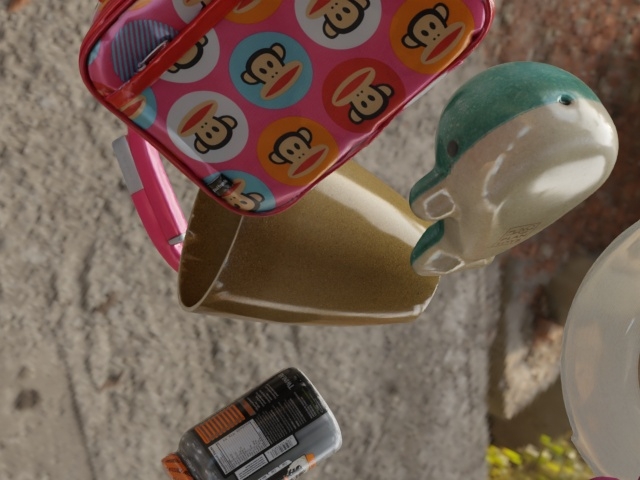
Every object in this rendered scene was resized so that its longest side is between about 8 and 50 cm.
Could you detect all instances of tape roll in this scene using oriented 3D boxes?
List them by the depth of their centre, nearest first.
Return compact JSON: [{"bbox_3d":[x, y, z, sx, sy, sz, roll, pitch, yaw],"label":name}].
[{"bbox_3d":[0.447,0.139,1.349,0.072,0.392,0.392,-4,112,-63],"label":"tape roll"}]

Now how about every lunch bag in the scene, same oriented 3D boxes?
[{"bbox_3d":[-0.039,-0.185,0.990,0.293,0.120,0.258,-40,112,22],"label":"lunch bag"}]

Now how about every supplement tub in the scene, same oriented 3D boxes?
[{"bbox_3d":[-0.080,0.240,1.471,0.190,0.117,0.117,-32,134,-13],"label":"supplement tub"}]

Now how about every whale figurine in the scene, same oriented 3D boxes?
[{"bbox_3d":[0.170,-0.069,1.265,0.216,0.141,0.272,-12,153,-28],"label":"whale figurine"}]

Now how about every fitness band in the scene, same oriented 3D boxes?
[{"bbox_3d":[-0.170,-0.083,1.709,0.209,0.054,0.291,-19,87,-56],"label":"fitness band"}]

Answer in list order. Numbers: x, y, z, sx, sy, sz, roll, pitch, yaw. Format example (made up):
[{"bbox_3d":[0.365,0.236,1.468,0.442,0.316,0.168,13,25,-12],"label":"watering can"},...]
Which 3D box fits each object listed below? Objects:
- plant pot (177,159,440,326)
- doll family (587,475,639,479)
[{"bbox_3d":[0.000,0.000,1.423,0.254,0.237,0.237,18,95,-19],"label":"plant pot"},{"bbox_3d":[0.241,0.182,0.583,0.118,0.263,0.163,-87,158,-52],"label":"doll family"}]
